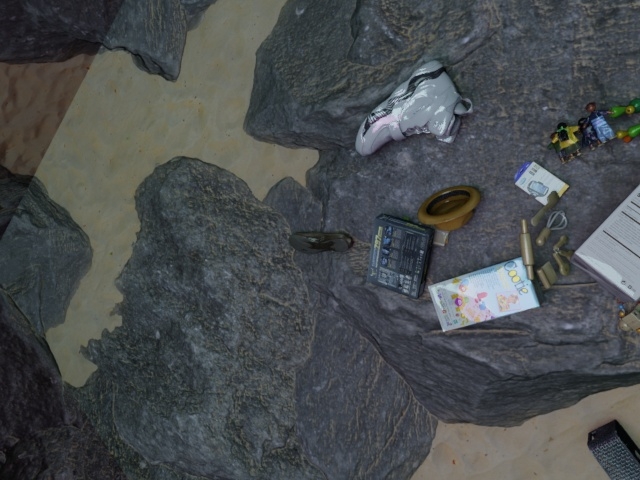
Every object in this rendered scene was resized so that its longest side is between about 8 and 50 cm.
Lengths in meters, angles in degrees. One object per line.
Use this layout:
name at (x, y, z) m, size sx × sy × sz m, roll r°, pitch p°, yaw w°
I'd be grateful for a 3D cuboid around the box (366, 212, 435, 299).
box at (0.246, 0.050, 1.661) m, size 0.183 × 0.059 × 0.232 m, roll 18°, pitch 120°, yaw 26°

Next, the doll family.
doll family at (0.693, -0.289, 1.421) m, size 0.193 × 0.076 × 0.111 m, roll -28°, pitch 80°, yaw 38°

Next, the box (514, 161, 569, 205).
box at (0.622, -0.161, 1.508) m, size 0.136 × 0.028 × 0.081 m, roll 44°, pitch 111°, yaw 23°

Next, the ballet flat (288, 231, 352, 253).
ballet flat at (0.000, 0.000, 1.838) m, size 0.250 × 0.058 × 0.084 m, roll -1°, pitch 127°, yaw 34°

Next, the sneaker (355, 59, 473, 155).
sneaker at (0.282, -0.351, 1.621) m, size 0.366 × 0.137 × 0.210 m, roll -44°, pitch 69°, yaw 19°

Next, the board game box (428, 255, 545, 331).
board game box at (0.477, 0.151, 1.530) m, size 0.275 × 0.142 × 0.144 m, roll -21°, pitch 81°, yaw 28°

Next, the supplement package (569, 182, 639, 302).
supplement package at (0.791, -0.012, 1.308) m, size 0.175 × 0.177 × 0.293 m, roll 44°, pitch 98°, yaw 21°

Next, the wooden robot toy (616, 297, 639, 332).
wooden robot toy at (0.829, 0.216, 1.401) m, size 0.173 × 0.076 × 0.079 m, roll 50°, pitch 148°, yaw 18°

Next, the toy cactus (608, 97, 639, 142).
toy cactus at (0.859, -0.324, 1.349) m, size 0.219 × 0.112 × 0.180 m, roll 20°, pitch 82°, yaw 29°

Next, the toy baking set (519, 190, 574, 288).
toy baking set at (0.609, -0.002, 1.440) m, size 0.030 × 0.197 × 0.256 m, roll -11°, pitch 89°, yaw 59°

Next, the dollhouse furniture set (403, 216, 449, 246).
dollhouse furniture set at (0.329, -0.033, 1.673) m, size 0.152 × 0.058 × 0.076 m, roll 15°, pitch 92°, yaw 8°

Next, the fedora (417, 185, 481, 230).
fedora at (0.390, -0.086, 1.588) m, size 0.194 × 0.194 × 0.079 m, roll -14°, pitch 123°, yaw 28°

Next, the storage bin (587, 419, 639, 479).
storage bin at (0.792, 0.578, 1.385) m, size 0.084 × 0.122 × 0.180 m, roll -41°, pitch 73°, yaw 23°
